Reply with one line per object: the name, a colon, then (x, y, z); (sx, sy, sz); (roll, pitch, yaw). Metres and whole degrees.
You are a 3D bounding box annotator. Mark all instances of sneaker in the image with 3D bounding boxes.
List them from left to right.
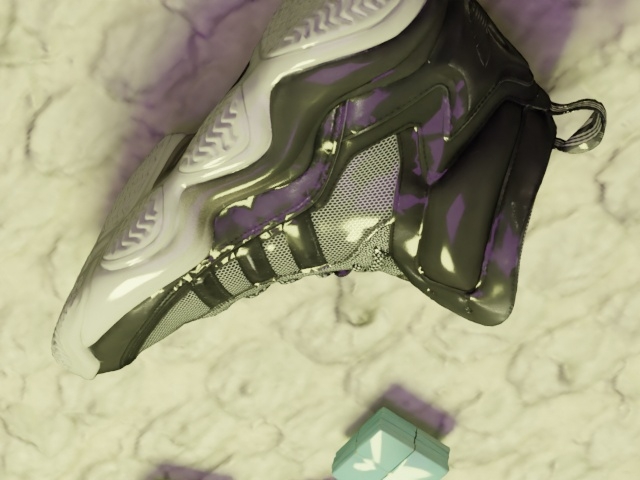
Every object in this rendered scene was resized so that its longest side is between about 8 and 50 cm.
sneaker: (0.000, 0.000, 0.656); (0.153, 0.101, 0.268); (36, 121, -14)

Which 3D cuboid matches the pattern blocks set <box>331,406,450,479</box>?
pattern blocks set: (0.003, 0.229, 0.873); (0.325, 0.026, 0.285); (-36, 114, 29)
